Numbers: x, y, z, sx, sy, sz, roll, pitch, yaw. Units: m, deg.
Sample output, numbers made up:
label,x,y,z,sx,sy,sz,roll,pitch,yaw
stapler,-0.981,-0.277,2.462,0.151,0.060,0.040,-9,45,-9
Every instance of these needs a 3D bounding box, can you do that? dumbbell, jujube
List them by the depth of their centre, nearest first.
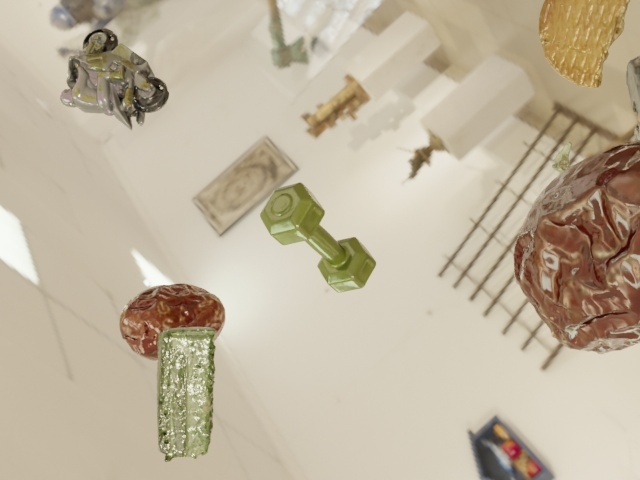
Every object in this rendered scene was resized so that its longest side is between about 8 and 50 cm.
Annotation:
label,x,y,z,sx,sy,sz,roll,pitch,yaw
jujube,0.426,0.015,1.142,0.276,0.276,0.377,48,157,2
dumbbell,0.000,0.000,1.623,0.108,0.121,0.302,19,165,39
jujube,-0.324,0.176,1.785,0.250,0.174,0.174,-11,-128,-51

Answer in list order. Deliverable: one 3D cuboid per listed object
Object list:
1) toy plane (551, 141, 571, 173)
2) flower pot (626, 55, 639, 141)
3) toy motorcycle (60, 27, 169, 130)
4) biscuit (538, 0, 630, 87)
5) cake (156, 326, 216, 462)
label,x,y,z,sx,sy,sz,roll,pitch,yaw
toy plane,0.527,-0.054,1.536,0.286,0.108,0.092,56,153,17
flower pot,0.749,-0.271,1.587,0.379,0.251,0.380,-7,-90,-75
toy motorcycle,-0.367,-0.267,1.378,0.225,0.152,0.073,45,169,25
biscuit,0.458,-0.385,1.421,0.144,0.224,0.033,15,-173,18
cake,-0.244,0.268,1.457,0.099,0.100,0.235,-165,76,-74
